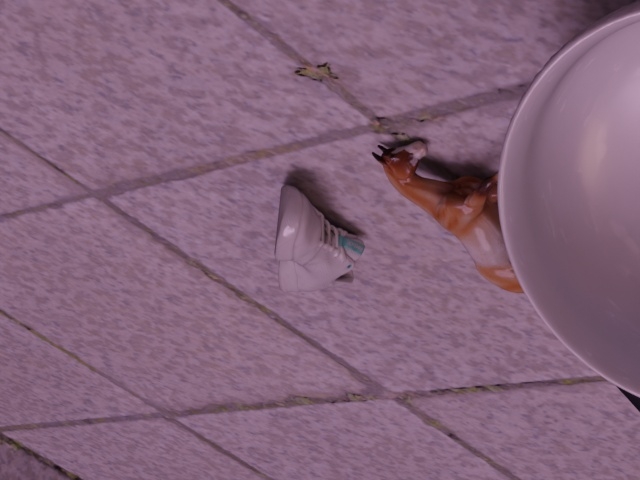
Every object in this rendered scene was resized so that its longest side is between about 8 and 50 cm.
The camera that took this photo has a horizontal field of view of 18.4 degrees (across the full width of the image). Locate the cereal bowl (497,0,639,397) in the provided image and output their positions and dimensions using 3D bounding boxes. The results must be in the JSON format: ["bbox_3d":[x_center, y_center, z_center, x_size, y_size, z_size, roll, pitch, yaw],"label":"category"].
[{"bbox_3d":[0.316,-0.041,1.553,0.339,0.141,0.339,9,114,20],"label":"cereal bowl"}]

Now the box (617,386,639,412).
[{"bbox_3d":[0.336,0.049,1.749,0.108,0.207,0.153,2,150,37],"label":"box"}]

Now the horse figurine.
[{"bbox_3d":[0.187,-0.011,1.921,0.174,0.066,0.263,-12,138,42],"label":"horse figurine"}]

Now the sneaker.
[{"bbox_3d":[0.000,0.000,2.104,0.094,0.080,0.212,6,162,5],"label":"sneaker"}]
